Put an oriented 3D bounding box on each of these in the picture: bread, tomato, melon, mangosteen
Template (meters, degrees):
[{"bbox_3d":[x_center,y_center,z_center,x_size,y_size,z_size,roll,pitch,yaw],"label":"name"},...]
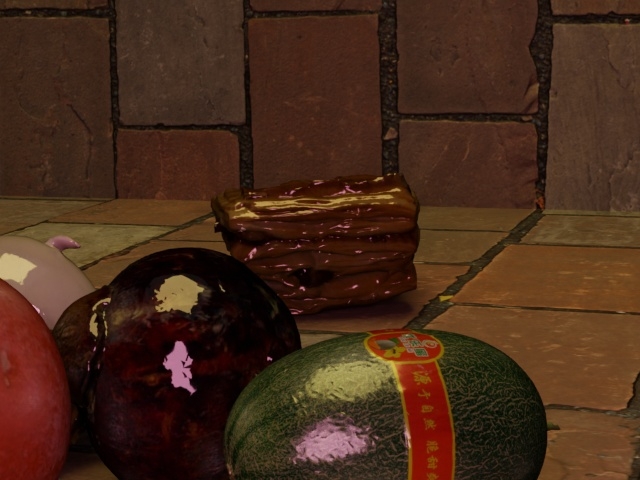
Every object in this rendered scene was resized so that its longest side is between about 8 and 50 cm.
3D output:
[{"bbox_3d":[0.000,0.000,2.100,0.314,0.192,0.370,-6,5,-4],"label":"bread"},{"bbox_3d":[-0.310,0.135,1.074,0.264,0.265,0.265,-1,9,0],"label":"tomato"},{"bbox_3d":[0.064,0.159,1.132,0.287,0.182,0.182,-3,9,-23],"label":"melon"},{"bbox_3d":[-0.156,0.116,1.250,0.289,0.231,0.231,3,10,7],"label":"mangosteen"}]

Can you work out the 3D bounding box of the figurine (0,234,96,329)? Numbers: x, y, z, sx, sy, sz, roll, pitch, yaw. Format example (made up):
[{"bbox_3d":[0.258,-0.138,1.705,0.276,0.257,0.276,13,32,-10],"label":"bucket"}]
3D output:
[{"bbox_3d":[-0.283,0.127,1.478,0.274,0.227,0.394,33,-8,-4],"label":"figurine"}]
